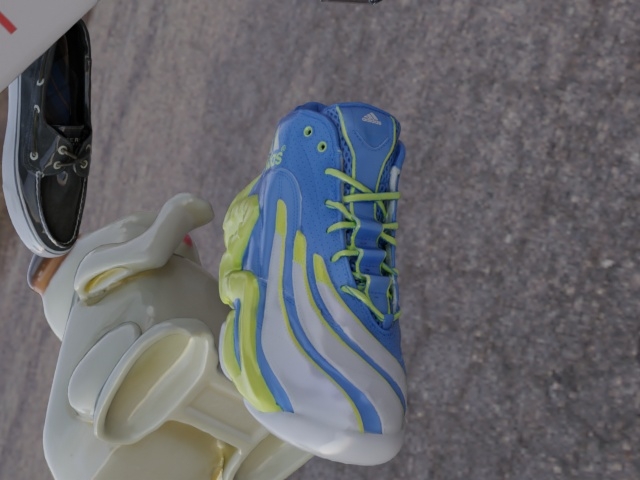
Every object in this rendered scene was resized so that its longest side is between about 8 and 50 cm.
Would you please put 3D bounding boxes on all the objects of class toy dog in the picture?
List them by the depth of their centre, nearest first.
[{"bbox_3d":[-0.205,0.131,1.266,0.395,0.284,0.408,-53,37,19],"label":"toy dog"}]

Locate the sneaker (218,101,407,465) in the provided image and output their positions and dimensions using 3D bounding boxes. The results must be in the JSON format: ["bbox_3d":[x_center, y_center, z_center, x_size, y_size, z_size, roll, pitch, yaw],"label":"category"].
[{"bbox_3d":[0.000,0.000,0.534,0.240,0.091,0.126,-117,41,-57],"label":"sneaker"}]

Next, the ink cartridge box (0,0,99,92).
[{"bbox_3d":[-0.229,-0.108,0.376,0.353,0.207,0.119,-43,53,-4],"label":"ink cartridge box"}]

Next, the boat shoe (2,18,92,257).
[{"bbox_3d":[-0.152,-0.060,0.600,0.040,0.049,0.142,2,96,38],"label":"boat shoe"}]

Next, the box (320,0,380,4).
[{"bbox_3d":[-0.019,-0.342,0.933,0.060,0.270,0.216,-32,18,-4],"label":"box"}]
